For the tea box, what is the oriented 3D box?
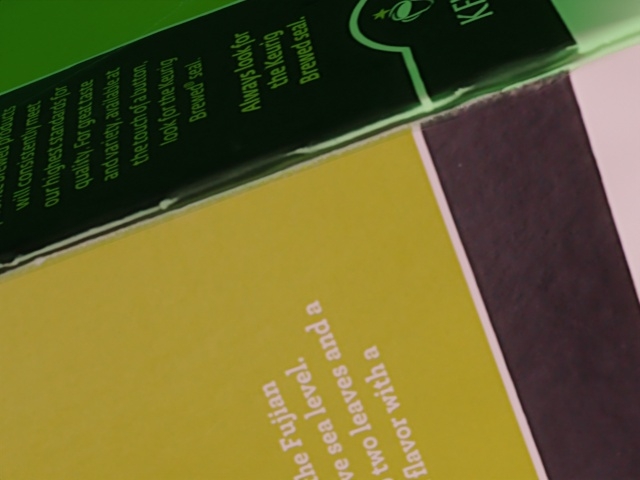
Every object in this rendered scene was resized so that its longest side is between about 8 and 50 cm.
[{"bbox_3d":[0.000,0.000,0.545,0.323,0.220,0.329,-19,27,5],"label":"tea box"}]
